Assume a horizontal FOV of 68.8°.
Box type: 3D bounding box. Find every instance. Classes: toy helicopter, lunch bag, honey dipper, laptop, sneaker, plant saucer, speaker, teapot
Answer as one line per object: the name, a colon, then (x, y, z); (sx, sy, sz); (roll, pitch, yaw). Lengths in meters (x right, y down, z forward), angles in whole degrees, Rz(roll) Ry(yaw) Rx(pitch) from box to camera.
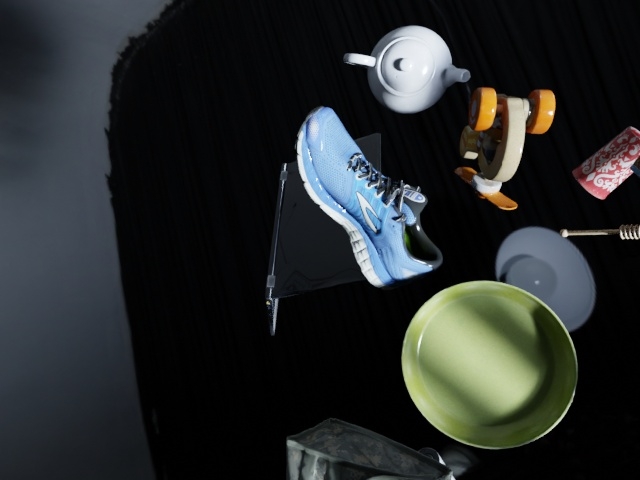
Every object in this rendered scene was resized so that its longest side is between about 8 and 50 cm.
toy helicopter: (0.370, -0.201, 1.036); (0.140, 0.235, 0.355); (3, -168, 2)
lunch bag: (0.084, 0.470, 0.793); (0.287, 0.235, 0.169); (2, 180, 38)
honey dipper: (0.592, -0.019, 0.996); (0.030, 0.030, 0.161); (-7, -175, -39)
laptop: (0.000, 0.000, 1.167); (0.236, 0.382, 0.408); (5, 150, -1)
sneaker: (0.090, -0.072, 0.738); (0.147, 0.330, 0.130); (-18, -154, 42)
plant saucer: (0.243, 0.179, 0.694); (0.241, 0.241, 0.037); (-18, 173, 15)
speaker: (0.236, 0.477, 0.948); (0.055, 0.055, 0.136); (-21, 124, 15)
teapot: (0.234, -0.472, 1.284); (0.256, 0.252, 0.187); (-32, -177, 21)

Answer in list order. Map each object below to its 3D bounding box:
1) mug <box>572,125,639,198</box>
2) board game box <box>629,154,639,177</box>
mug: (0.783, -0.214, 1.245); (0.150, 0.113, 0.169); (-38, 168, -49)
board game box: (0.752, -0.148, 0.851); (0.141, 0.232, 0.291); (-37, 159, 6)
